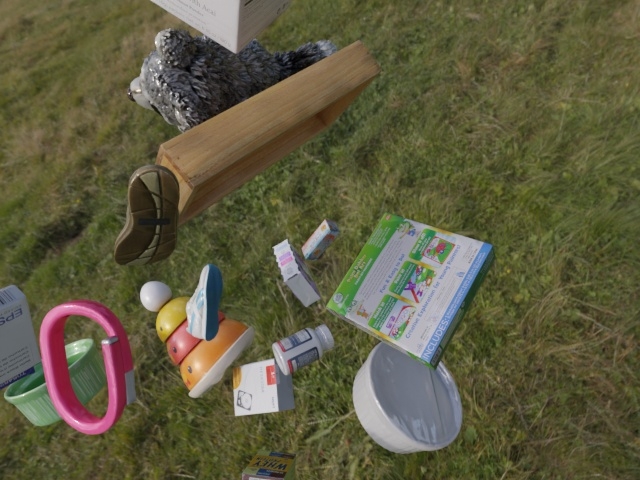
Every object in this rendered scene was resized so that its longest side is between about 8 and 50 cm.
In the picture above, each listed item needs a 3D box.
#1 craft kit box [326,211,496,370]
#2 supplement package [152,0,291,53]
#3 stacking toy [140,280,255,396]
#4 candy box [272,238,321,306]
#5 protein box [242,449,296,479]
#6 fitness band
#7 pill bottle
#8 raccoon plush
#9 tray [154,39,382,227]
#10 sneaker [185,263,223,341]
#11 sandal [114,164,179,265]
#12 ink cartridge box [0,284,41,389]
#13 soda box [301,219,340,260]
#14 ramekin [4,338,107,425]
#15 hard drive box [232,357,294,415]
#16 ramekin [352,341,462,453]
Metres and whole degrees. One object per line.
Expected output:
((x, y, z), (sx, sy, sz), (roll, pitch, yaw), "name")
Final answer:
((0.172, 0.084, 0.841), (0.246, 0.061, 0.250), (24, 74, 38), "craft kit box")
((-0.132, -0.465, 0.598), (0.177, 0.293, 0.175), (33, 61, 3), "supplement package")
((-0.536, 0.349, 1.714), (0.480, 0.351, 0.351), (42, 70, 2), "stacking toy")
((-0.088, 0.116, 1.554), (0.070, 0.165, 0.196), (-31, 41, 4), "candy box")
((-0.169, 0.829, 1.392), (0.135, 0.200, 0.202), (3, 84, 8), "protein box")
((-0.501, 0.271, 0.912), (0.208, 0.291, 0.054), (1, 9, 18), "fitness band")
((-0.052, 0.342, 1.360), (0.180, 0.108, 0.108), (-21, 47, -20), "pill bottle")
((-0.145, -0.349, 0.826), (0.446, 0.216, 0.299), (-34, 18, -7), "raccoon plush")
((-0.091, -0.180, 0.714), (0.411, 0.202, 0.076), (-40, 95, -32), "tray")
((-0.356, 0.183, 1.288), (0.092, 0.087, 0.229), (8, 91, 24), "sneaker")
((-0.212, -0.030, 0.527), (0.072, 0.180, 0.049), (2, 48, -28), "sandal")
((-0.552, 0.204, 0.645), (0.045, 0.224, 0.223), (32, 38, 21), "ink cartridge box")
((0.000, 0.000, 1.729), (0.183, 0.058, 0.063), (-50, 46, 32), "soda box")
((-0.909, 0.499, 1.504), (0.303, 0.148, 0.303), (-22, 18, 7), "ramekin")
((-0.214, 0.541, 1.579), (0.232, 0.089, 0.181), (-23, 66, 34), "hard drive box")
((0.203, 0.387, 1.051), (0.272, 0.127, 0.273), (20, 43, -20), "ramekin")
